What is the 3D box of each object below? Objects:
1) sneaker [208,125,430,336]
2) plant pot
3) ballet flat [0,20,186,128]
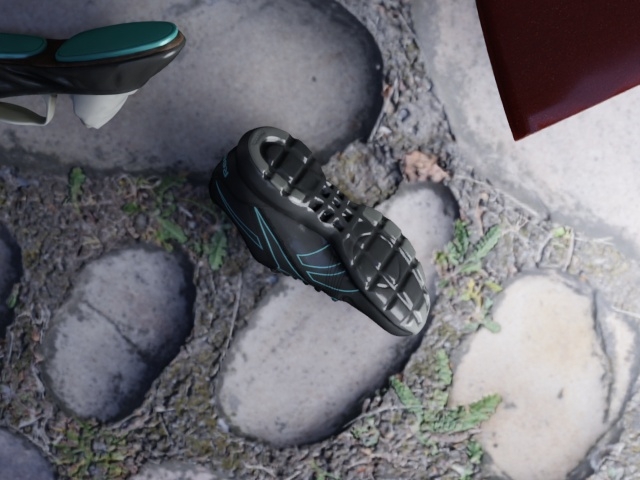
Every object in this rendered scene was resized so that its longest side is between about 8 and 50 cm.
[{"bbox_3d":[0.000,0.000,1.911,0.267,0.101,0.106,46,132,-9],"label":"sneaker"},{"bbox_3d":[0.263,-0.258,1.684,0.267,0.267,0.235,-24,92,17],"label":"plant pot"},{"bbox_3d":[-0.257,-0.164,1.886,0.281,0.095,0.096,1,120,20],"label":"ballet flat"}]
